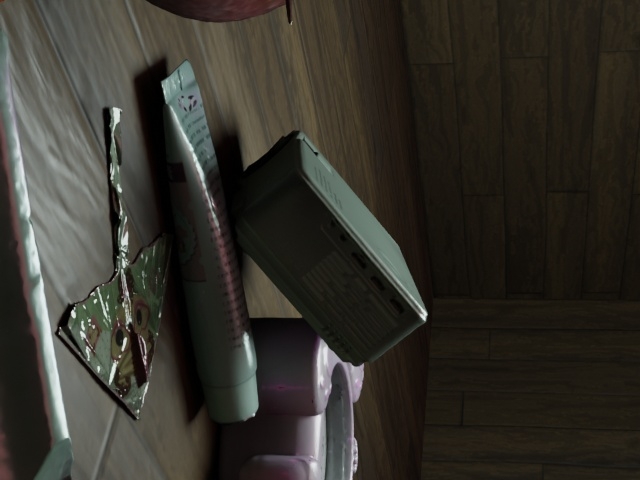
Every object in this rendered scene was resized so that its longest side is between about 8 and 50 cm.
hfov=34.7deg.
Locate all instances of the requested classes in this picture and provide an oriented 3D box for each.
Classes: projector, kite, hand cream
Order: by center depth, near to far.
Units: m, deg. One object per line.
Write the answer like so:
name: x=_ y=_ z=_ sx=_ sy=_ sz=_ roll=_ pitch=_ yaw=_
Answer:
kite: x=-0.150 y=0.024 z=0.784 sx=0.229 sy=0.012 sz=0.250 roll=-54 pitch=141 yaw=-73
hand cream: x=-0.097 y=0.009 z=0.915 sx=0.085 sy=0.058 sz=0.331 roll=-63 pitch=150 yaw=-65
projector: x=0.000 y=0.000 z=1.025 sx=0.192 sy=0.099 sz=0.256 roll=51 pitch=8 yaw=-13

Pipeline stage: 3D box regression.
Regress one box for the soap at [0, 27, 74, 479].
soap: x=-0.172 y=0.048 z=0.354 sx=0.091 sy=0.145 sz=0.230 roll=-28 pitch=112 yaw=-67

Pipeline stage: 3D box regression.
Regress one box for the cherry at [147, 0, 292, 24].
cherry: x=-0.060 y=-0.287 z=0.672 sx=0.261 sy=0.221 sz=0.307 roll=-33 pitch=-115 yaw=58

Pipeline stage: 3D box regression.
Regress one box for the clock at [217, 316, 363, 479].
clock: x=-0.028 y=0.244 z=1.127 sx=0.295 sy=0.113 sz=0.322 roll=28 pitch=63 yaw=-78
